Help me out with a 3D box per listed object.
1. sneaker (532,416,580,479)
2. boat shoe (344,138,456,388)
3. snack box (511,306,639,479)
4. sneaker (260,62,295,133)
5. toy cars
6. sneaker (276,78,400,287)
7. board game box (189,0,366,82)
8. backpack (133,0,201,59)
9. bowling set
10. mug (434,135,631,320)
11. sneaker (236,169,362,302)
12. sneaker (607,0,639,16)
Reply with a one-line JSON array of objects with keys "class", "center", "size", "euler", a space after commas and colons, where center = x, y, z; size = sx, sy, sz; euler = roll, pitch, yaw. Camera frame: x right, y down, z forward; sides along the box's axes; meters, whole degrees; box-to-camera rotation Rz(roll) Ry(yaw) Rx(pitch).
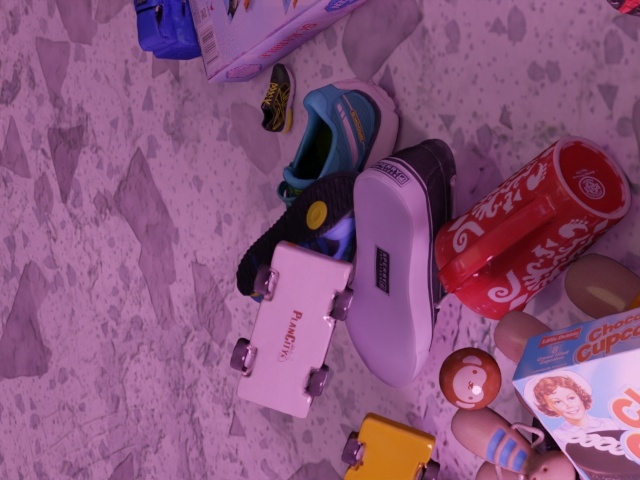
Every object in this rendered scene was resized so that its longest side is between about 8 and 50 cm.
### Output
[{"class": "sneaker", "center": [0.218, 0.254, 1.513], "size": [0.089, 0.051, 0.170], "euler": [-29, 75, 46]}, {"class": "boat shoe", "center": [0.092, 0.024, 1.606], "size": [0.113, 0.105, 0.306], "euler": [32, 142, 35]}, {"class": "snack box", "center": [0.330, 0.120, 1.191], "size": [0.322, 0.060, 0.187], "euler": [-20, 118, 38]}, {"class": "sneaker", "center": [-0.052, -0.166, 1.832], "size": [0.031, 0.035, 0.083], "euler": [7, 100, 52]}, {"class": "toy cars", "center": [0.021, 0.172, 1.653], "size": [0.176, 0.087, 0.393], "euler": [-20, 106, 20]}, {"class": "sneaker", "center": [-0.003, -0.051, 1.722], "size": [0.107, 0.110, 0.275], "euler": [37, 124, 45]}, {"class": "board game box", "center": [-0.059, -0.383, 1.786], "size": [0.318, 0.066, 0.318], "euler": [-25, 75, 52]}, {"class": "backpack", "center": [-0.177, -0.292, 1.932], "size": [0.098, 0.101, 0.120], "euler": [-8, 85, 47]}, {"class": "bowling set", "center": [0.202, 0.159, 1.363], "size": [0.154, 0.200, 0.287], "euler": [33, 112, 35]}, {"class": "mug", "center": [0.196, -0.003, 1.445], "size": [0.113, 0.150, 0.169], "euler": [37, 133, -11]}, {"class": "sneaker", "center": [0.000, 0.000, 1.653], "size": [0.209, 0.082, 0.069], "euler": [-43, 44, 34]}, {"class": "sneaker", "center": [0.308, -0.313, 1.268], "size": [0.262, 0.104, 0.125], "euler": [-46, 35, 29]}]
